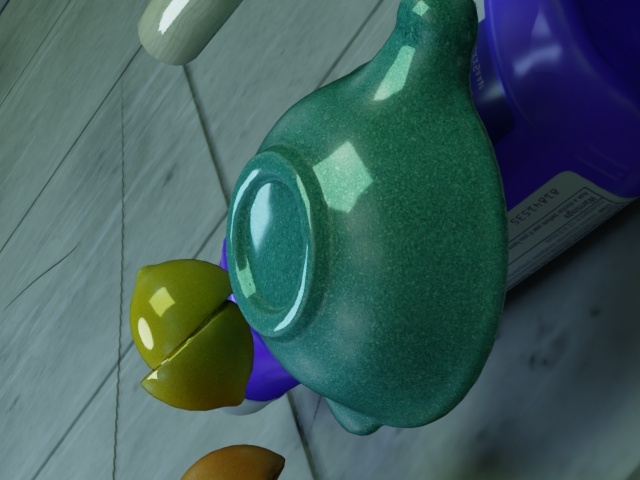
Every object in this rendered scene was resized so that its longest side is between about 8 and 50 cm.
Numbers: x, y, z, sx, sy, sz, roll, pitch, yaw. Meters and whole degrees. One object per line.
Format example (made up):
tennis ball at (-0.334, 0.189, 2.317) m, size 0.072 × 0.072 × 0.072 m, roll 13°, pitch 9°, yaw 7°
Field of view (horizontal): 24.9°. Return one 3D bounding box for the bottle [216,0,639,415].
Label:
bottle at (0.035, -0.012, 0.634) m, size 0.283 × 0.092 × 0.118 m, roll -41°, pitch 34°, yaw 38°

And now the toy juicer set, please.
toy juicer set at (0.000, 0.000, 0.551) m, size 0.209 × 0.089 × 0.329 m, roll -3°, pitch 89°, yaw 60°
